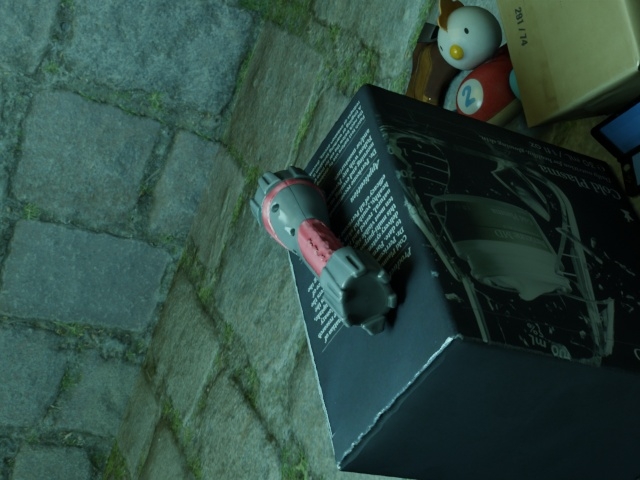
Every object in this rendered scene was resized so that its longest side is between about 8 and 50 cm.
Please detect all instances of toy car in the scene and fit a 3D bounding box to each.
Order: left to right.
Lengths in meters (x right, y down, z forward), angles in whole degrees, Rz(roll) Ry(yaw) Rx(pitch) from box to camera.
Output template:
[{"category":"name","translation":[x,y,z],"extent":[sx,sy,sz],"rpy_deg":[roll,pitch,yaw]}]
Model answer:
[{"category":"toy car","translation":[0.271,-0.321,1.753],"extent":[0.219,0.238,0.210],"rpy_deg":[-33,11,47]}]

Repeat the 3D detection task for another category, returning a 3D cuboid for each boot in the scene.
[{"category":"boot","translation":[0.226,-0.291,2.041],"extent":[0.264,0.096,0.280],"rpy_deg":[40,115,60]}]

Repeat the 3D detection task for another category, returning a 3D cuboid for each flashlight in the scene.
[{"category":"flashlight","translation":[0.000,0.000,1.288],"extent":[0.103,0.103,0.304],"rpy_deg":[-64,29,13]}]

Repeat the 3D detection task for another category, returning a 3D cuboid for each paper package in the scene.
[{"category":"paper package","translation":[0.412,-0.368,1.499],"extent":[0.309,0.168,0.324],"rpy_deg":[151,106,-68]}]

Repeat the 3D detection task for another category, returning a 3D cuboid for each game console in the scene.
[{"category":"game console","translation":[0.480,-0.141,1.515],"extent":[0.122,0.071,0.107],"rpy_deg":[-39,45,51]}]

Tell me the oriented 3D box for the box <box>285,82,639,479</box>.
[{"category":"box","translation":[0.239,0.081,1.431],"extent":[0.297,0.480,0.471],"rpy_deg":[-54,35,36]}]
